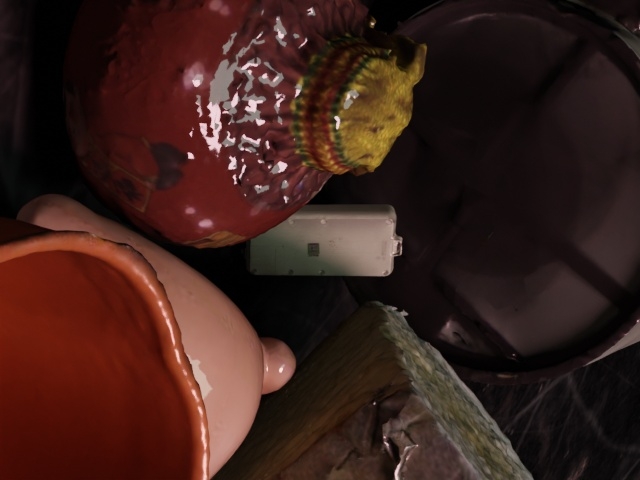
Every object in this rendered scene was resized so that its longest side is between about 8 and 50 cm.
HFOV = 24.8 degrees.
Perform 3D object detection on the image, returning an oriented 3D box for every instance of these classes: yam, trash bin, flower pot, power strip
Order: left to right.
[{"bbox_3d":[-0.161,0.066,0.462,0.191,0.173,0.190,-25,123,-46],"label":"flower pot"},{"bbox_3d":[-0.003,0.192,0.742,0.271,0.201,0.202,-38,-168,11],"label":"yam"},{"bbox_3d":[0.000,0.000,0.804,0.016,0.090,0.040,-95,-174,-60],"label":"power strip"},{"bbox_3d":[0.162,-0.040,0.892,0.262,0.217,0.277,-11,127,-56],"label":"trash bin"}]

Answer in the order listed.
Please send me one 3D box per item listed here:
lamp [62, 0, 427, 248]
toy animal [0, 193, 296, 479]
[{"bbox_3d":[-0.032,-0.069,0.629,0.157,0.135,0.156,-50,148,-22],"label":"lamp"},{"bbox_3d":[-0.108,0.097,0.611,0.197,0.171,0.171,-64,152,-14],"label":"toy animal"}]
